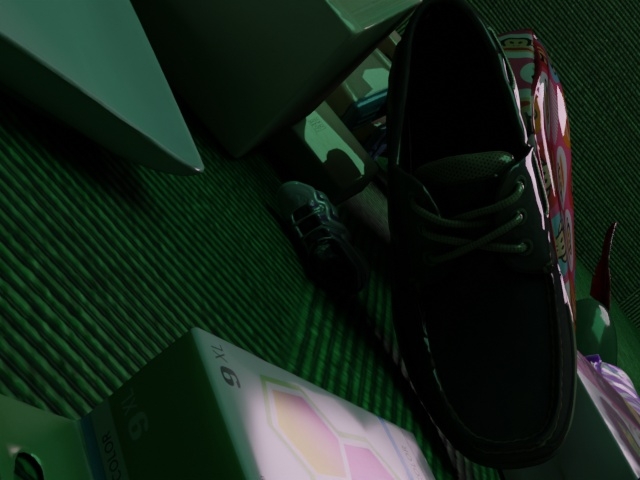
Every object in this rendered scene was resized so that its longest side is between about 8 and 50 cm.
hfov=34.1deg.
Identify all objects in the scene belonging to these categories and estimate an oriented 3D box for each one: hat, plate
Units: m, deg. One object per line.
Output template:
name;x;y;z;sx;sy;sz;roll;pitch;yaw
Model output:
hat;0.354;0.099;1.275;0.208;0.183;0.173;53;10;19
plate;-0.199;-0.168;0.559;0.277;0.045;0.278;35;20;-48

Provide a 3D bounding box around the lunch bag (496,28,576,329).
lunch bag;0.177;-0.028;0.972;0.258;0.120;0.293;-71;150;-58

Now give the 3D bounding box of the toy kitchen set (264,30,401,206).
toy kitchen set;0.016;-0.085;0.985;0.207;0.166;0.122;-29;76;-39

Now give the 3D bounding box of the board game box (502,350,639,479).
board game box;0.267;0.235;0.855;0.303;0.097;0.224;45;15;-24

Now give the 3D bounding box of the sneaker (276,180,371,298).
sneaker;0.000;0.000;0.752;0.098;0.038;0.069;49;13;-2

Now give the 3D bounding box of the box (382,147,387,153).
box;0.095;-0.110;1.226;0.116;0.029;0.162;11;5;18

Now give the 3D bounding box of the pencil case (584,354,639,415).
pencil case;0.306;0.192;1.094;0.206;0.086;0.088;-73;156;-75

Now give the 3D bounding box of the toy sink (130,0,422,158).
toy sink;-0.065;-0.210;0.788;0.234;0.153;0.131;49;38;1

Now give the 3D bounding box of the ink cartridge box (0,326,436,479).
ink cartridge box;-0.020;0.102;0.372;0.209;0.062;0.109;34;22;-46

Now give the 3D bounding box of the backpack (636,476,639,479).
backpack;0.194;0.230;0.442;0.263;0.213;0.276;40;16;6

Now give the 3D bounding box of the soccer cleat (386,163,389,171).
soccer cleat;0.156;-0.028;1.233;0.196;0.076;0.068;49;14;-1

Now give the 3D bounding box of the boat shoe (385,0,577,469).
boat shoe;0.098;-0.017;0.746;0.130;0.132;0.356;56;22;-62
